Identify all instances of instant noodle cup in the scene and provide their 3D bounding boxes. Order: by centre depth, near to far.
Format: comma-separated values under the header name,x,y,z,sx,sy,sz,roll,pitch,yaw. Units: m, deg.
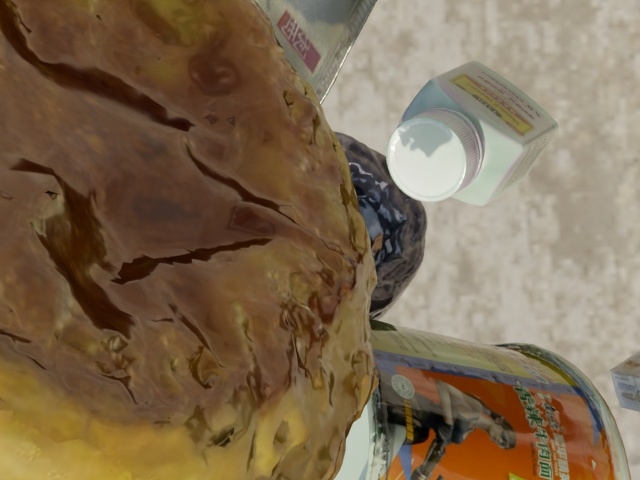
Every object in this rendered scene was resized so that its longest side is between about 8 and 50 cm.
name,x,y,z,sx,sy,sz,roll,pitch,yaw
instant noodle cup,0.040,0.182,1.155,0.296,0.214,0.296,-26,54,42

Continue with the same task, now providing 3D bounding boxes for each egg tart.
name,x,y,z,sx,sy,sz,roll,pitch,yaw
egg tart,-0.165,-0.029,0.762,0.178,0.443,0.443,-40,54,33

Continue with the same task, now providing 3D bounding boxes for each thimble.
name,x,y,z,sx,sy,sz,roll,pitch,yaw
thimble,0.002,0.002,1.270,0.098,0.150,0.150,129,131,-59

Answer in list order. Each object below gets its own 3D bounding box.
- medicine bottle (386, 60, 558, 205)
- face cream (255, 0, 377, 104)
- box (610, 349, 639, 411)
name,x,y,z,sx,sy,sz,roll,pitch,yaw
medicine bottle,0.087,-0.062,1.016,0.074,0.118,0.055,41,120,13
face cream,-0.026,-0.188,1.180,0.137,0.084,0.341,-60,26,24
box,0.276,0.089,1.255,0.051,0.117,0.036,11,124,58
